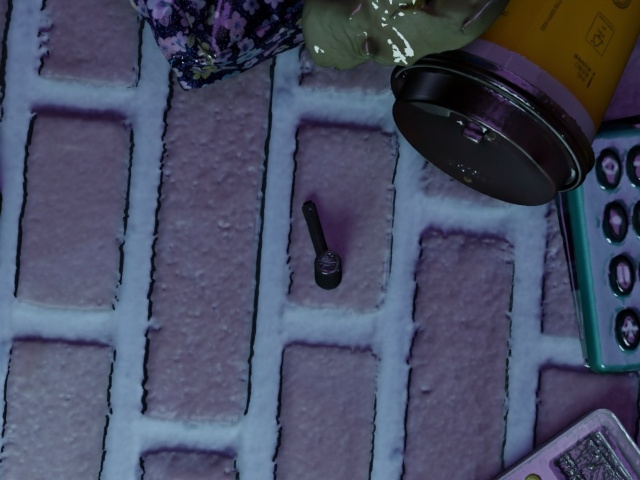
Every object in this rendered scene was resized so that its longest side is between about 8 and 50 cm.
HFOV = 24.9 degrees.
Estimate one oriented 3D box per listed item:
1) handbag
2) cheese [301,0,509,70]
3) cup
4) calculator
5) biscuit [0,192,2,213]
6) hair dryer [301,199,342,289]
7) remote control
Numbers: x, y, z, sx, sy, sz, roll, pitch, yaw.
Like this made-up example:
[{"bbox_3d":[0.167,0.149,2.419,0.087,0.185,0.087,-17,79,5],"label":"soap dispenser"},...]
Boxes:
[{"bbox_3d":[-0.079,-0.262,1.298,0.229,0.127,0.207,-31,86,-26],"label":"handbag"},{"bbox_3d":[0.084,-0.219,1.204,0.091,0.202,0.175,48,67,-28],"label":"cheese"},{"bbox_3d":[0.194,-0.180,1.290,0.196,0.196,0.279,31,74,0],"label":"cup"},{"bbox_3d":[0.358,-0.007,1.337,0.274,0.058,0.248,-5,83,-3],"label":"calculator"},{"bbox_3d":[-0.459,0.006,1.290,0.359,0.046,0.359,0,85,-4],"label":"biscuit"},{"bbox_3d":[0.000,0.000,1.324,0.026,0.047,0.083,-13,70,-5],"label":"hair dryer"},{"bbox_3d":[0.185,0.257,1.308,0.250,0.034,0.103,-33,87,-7],"label":"remote control"}]
